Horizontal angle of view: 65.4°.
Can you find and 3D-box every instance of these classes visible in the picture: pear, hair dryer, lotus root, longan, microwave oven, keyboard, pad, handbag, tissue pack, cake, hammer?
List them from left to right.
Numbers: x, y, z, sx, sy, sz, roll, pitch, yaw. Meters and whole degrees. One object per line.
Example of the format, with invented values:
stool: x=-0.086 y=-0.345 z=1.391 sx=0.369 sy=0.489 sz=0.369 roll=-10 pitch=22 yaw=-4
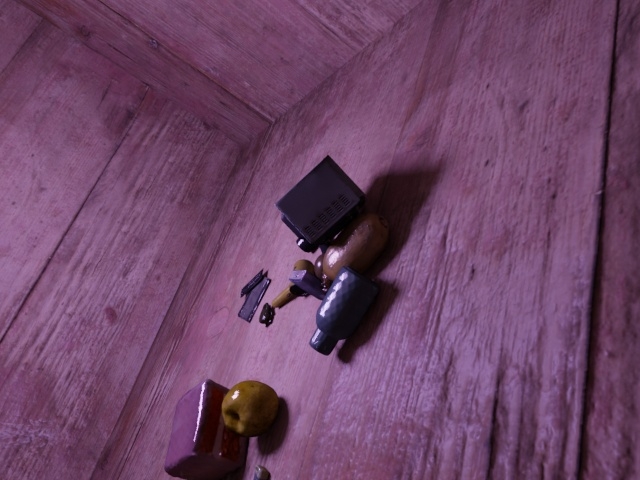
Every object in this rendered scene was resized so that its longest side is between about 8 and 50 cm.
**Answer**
cake: x=-0.417 y=0.718 z=1.853 sx=0.230 sy=0.237 sz=0.309 roll=-41 pitch=32 yaw=35
hammer: x=-0.227 y=0.843 z=1.594 sx=0.159 sy=0.041 sz=0.226 roll=-5 pitch=58 yaw=60
keyboard: x=-0.344 y=0.211 z=2.485 sx=0.196 sy=0.015 sz=0.074 roll=-42 pitch=32 yaw=33
pear: x=-0.240 y=0.583 z=1.747 sx=0.197 sy=0.197 sz=0.197 roll=-43 pitch=30 yaw=31
pad: x=-0.324 y=0.279 z=2.424 sx=0.174 sy=0.022 sz=0.233 roll=6 pitch=69 yaw=62
handbag: x=-0.236 y=0.318 z=2.183 sx=0.072 sy=0.047 sz=0.111 roll=-47 pitch=27 yaw=36
hair dryer: x=-0.123 y=0.197 z=2.082 sx=0.279 sy=0.090 sz=0.135 roll=-44 pitch=29 yaw=42
tissue pack: x=-0.028 y=0.166 z=1.840 sx=0.112 sy=0.156 sz=0.051 roll=-9 pitch=50 yaw=59
hair dryer: x=0.000 y=0.000 z=2.071 sx=0.197 sy=0.089 sz=0.251 roll=-50 pitch=33 yaw=18
microwave oven: x=0.018 y=-0.122 z=1.832 sx=0.286 sy=0.218 sz=0.355 roll=-44 pitch=-4 yaw=2
longan: x=0.021 y=0.100 z=1.902 sx=0.113 sy=0.092 sz=0.113 roll=-171 pitch=90 yaw=-79
lotus root: x=0.104 y=0.044 z=1.735 sx=0.342 sy=0.151 sz=0.169 roll=-46 pitch=25 yaw=16

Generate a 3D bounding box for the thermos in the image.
thermos: x=0.065 y=0.234 z=1.627 sx=0.286 sy=0.145 sz=0.182 roll=-59 pitch=-7 yaw=3
